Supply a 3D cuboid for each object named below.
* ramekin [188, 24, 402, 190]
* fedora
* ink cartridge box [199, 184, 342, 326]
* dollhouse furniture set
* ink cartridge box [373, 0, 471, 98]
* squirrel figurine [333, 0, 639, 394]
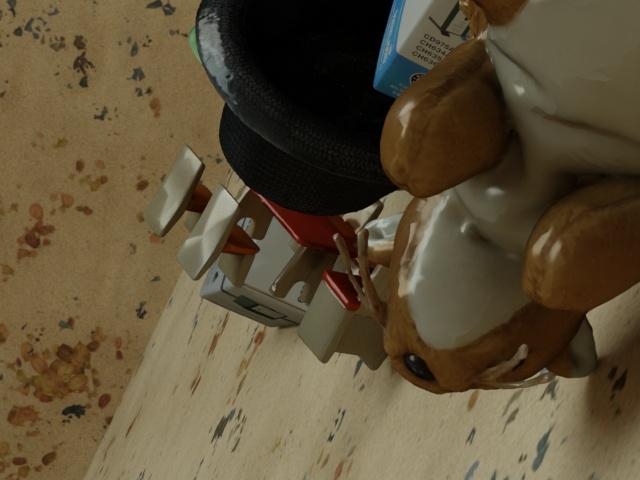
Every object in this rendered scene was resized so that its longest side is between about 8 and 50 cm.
[{"bbox_3d":[0.018,-0.204,1.940,0.148,0.303,0.303,-54,13,16],"label":"ramekin"},{"bbox_3d":[0.019,-0.126,1.634,0.152,0.334,0.334,-57,13,41],"label":"fedora"},{"bbox_3d":[-0.043,-0.007,2.253,0.211,0.122,0.289,-68,11,-10],"label":"ink cartridge box"},{"bbox_3d":[0.000,0.000,1.738,0.259,0.262,0.135,48,116,42],"label":"dollhouse furniture set"},{"bbox_3d":[0.179,-0.220,1.473,0.232,0.171,0.168,125,165,-49],"label":"ink cartridge box"},{"bbox_3d":[0.173,-0.082,1.112,0.397,0.281,0.370,-56,-11,-49],"label":"squirrel figurine"}]
